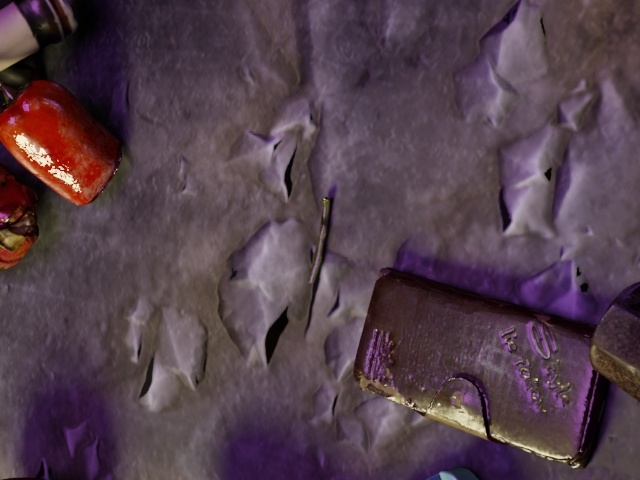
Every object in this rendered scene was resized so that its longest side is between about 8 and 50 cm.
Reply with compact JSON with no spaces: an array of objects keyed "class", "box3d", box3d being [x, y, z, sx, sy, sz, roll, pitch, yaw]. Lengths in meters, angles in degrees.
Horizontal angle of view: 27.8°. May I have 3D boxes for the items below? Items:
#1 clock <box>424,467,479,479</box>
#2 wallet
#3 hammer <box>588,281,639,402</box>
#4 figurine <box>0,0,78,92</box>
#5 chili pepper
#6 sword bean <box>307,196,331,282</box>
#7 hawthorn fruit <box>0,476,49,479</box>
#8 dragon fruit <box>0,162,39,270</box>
[{"class":"clock","box3d":[0.087,0.270,1.131,0.147,0.045,0.108,-30,71,27]},{"class":"wallet","box3d":[0.134,0.106,1.111,0.232,0.031,0.122,16,96,33]},{"class":"hammer","box3d":[0.381,-0.013,0.905,0.242,0.095,0.409,36,99,47]},{"class":"figurine","box3d":[-0.427,-0.291,1.399,0.320,0.196,0.323,-40,78,34]},{"class":"chili pepper","box3d":[-0.293,-0.123,1.333,0.084,0.192,0.086,-13,42,51]},{"class":"sword bean","box3d":[0.000,0.000,1.216,0.012,0.012,0.083,14,96,34]},{"class":"hawthorn fruit","box3d":[-0.339,0.318,1.351,0.203,0.162,0.163,9,94,23]},{"class":"dragon fruit","box3d":[-0.399,-0.048,1.438,0.246,0.125,0.125,45,141,43]}]
